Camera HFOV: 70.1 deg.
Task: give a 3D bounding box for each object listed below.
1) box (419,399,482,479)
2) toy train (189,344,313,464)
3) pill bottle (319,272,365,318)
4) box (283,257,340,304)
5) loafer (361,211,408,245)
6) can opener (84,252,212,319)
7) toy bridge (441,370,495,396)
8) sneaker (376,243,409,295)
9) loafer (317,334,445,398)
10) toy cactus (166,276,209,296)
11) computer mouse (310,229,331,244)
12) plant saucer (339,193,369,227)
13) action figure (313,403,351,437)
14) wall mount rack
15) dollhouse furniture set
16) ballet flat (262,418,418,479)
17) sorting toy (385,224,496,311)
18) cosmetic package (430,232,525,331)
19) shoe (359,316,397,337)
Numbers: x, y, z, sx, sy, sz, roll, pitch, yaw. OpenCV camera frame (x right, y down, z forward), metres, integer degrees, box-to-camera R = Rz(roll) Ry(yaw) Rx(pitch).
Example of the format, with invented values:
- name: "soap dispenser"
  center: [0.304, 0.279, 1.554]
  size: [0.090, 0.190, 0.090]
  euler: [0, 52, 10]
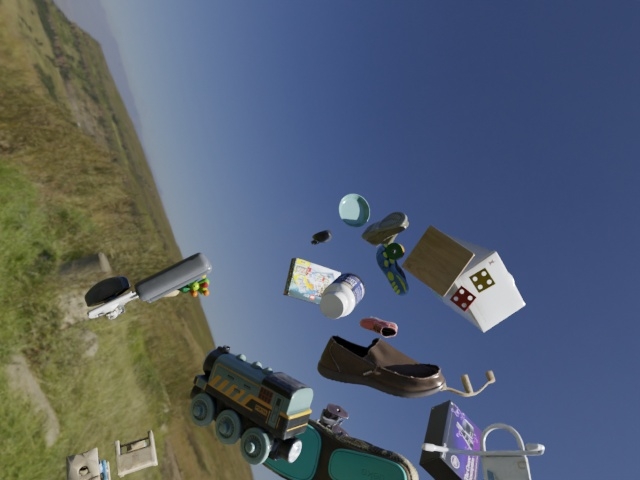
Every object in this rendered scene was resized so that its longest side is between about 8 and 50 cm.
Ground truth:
- name: "box"
  center: [0.470, 0.738, 1.629]
  size: [0.184, 0.261, 0.103]
  euler: [43, -54, -4]
- name: "toy train"
  center: [-0.170, 0.382, 1.083]
  size: [0.333, 0.142, 0.190]
  euler: [17, -92, 33]
- name: "pill bottle"
  center: [0.058, 0.154, 1.256]
  size: [0.169, 0.094, 0.094]
  euler: [-32, 107, -66]
- name: "box"
  center: [-0.032, 0.182, 1.931]
  size: [0.044, 0.233, 0.159]
  euler: [-9, -116, 58]
- name: "loafer"
  center: [0.254, -0.035, 1.713]
  size: [0.087, 0.094, 0.251]
  euler: [43, -26, -12]
- name: "can opener"
  center: [-0.379, 0.093, 0.996]
  size: [0.074, 0.280, 0.093]
  euler: [108, -41, -79]
- name: "toy bridge"
  center: [0.459, 0.454, 1.431]
  size: [0.026, 0.188, 0.063]
  euler: [102, -21, -58]
- name: "sneaker"
  center: [0.242, 0.102, 1.541]
  size: [0.188, 0.067, 0.078]
  euler: [66, 7, 16]
- name: "loafer"
  center: [0.173, 0.349, 1.298]
  size: [0.134, 0.365, 0.130]
  euler: [-30, 127, -80]
- name: "toy cactus"
  center: [-0.488, 0.156, 1.625]
  size: [0.219, 0.180, 0.112]
  euler: [-158, -122, -65]
- name: "computer mouse"
  center: [0.000, 0.000, 1.787]
  size: [0.242, 0.071, 0.041]
  euler: [132, -58, -79]
- name: "plant saucer"
  center: [0.115, -0.102, 1.593]
  size: [0.021, 0.119, 0.120]
  euler: [-24, -95, 66]
- name: "action figure"
  center: [-0.010, 0.655, 1.504]
  size: [0.285, 0.099, 0.185]
  euler: [-50, -163, 38]
- name: "wall mount rack"
  center: [0.427, 0.640, 1.161]
  size: [0.130, 0.303, 0.350]
  euler: [58, 28, -51]
- name: "dollhouse furniture set"
  center: [-0.471, 0.555, 1.062]
  size: [0.129, 0.183, 0.129]
  euler: [102, -30, -49]
- name: "ballet flat"
  center: [0.026, 0.579, 1.215]
  size: [0.182, 0.482, 0.164]
  euler: [50, 53, -61]
- name: "sorting toy"
  center: [0.308, 0.058, 1.165]
  size: [0.274, 0.132, 0.046]
  euler: [38, 10, 25]
- name: "cosmetic package"
  center: [0.444, 0.113, 1.431]
  size: [0.197, 0.155, 0.365]
  euler: [57, 0, -11]
- name: "shoe"
  center: [0.264, 0.396, 2.090]
  size: [0.081, 0.177, 0.064]
  euler: [-38, 137, -80]
